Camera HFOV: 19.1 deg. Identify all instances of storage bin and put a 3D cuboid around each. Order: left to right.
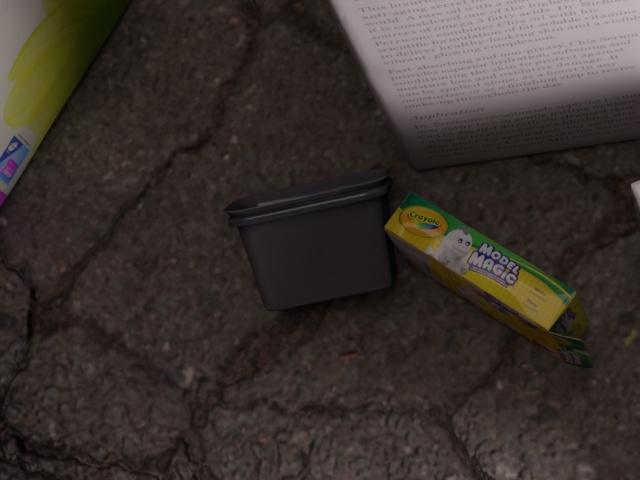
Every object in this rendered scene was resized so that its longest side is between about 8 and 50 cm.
[{"bbox_3d":[0.000,0.000,1.540,0.135,0.098,0.091,-11,98,9],"label":"storage bin"}]

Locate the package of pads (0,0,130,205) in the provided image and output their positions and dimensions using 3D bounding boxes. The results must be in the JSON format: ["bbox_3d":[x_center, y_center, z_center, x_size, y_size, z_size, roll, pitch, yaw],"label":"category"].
[{"bbox_3d":[-0.296,-0.149,1.575,0.101,0.229,0.296,26,80,19],"label":"package of pads"}]

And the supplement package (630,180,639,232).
[{"bbox_3d":[0.398,0.006,1.391,0.293,0.177,0.175,-21,69,5],"label":"supplement package"}]

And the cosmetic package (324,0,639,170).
[{"bbox_3d":[0.129,-0.210,1.375,0.230,0.453,0.161,-8,71,10],"label":"cosmetic package"}]

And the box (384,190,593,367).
[{"bbox_3d":[0.140,0.034,1.482,0.179,0.105,0.043,35,84,20],"label":"box"}]
